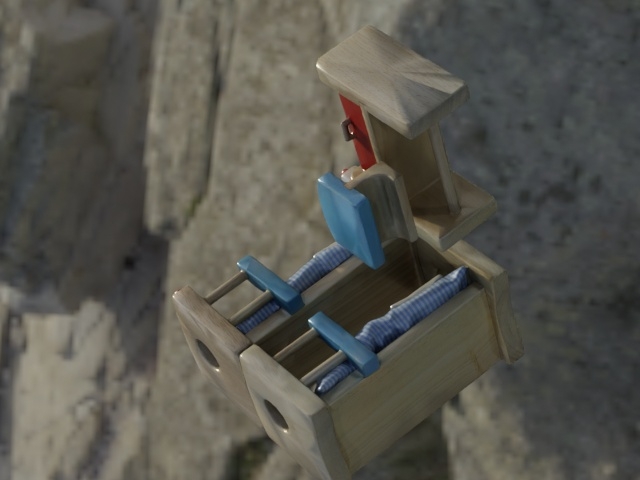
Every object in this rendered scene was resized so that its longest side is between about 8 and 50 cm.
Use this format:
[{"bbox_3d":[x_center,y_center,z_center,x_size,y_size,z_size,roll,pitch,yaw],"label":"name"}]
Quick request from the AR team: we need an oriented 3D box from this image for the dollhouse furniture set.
[{"bbox_3d":[0.000,0.000,0.906,0.129,0.129,0.184,36,154,42],"label":"dollhouse furniture set"}]
